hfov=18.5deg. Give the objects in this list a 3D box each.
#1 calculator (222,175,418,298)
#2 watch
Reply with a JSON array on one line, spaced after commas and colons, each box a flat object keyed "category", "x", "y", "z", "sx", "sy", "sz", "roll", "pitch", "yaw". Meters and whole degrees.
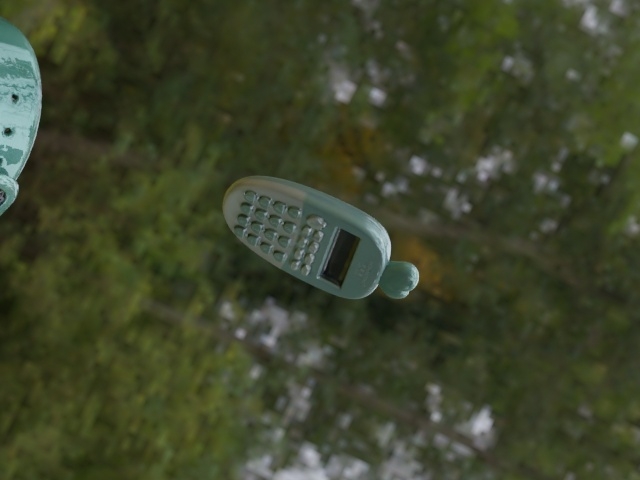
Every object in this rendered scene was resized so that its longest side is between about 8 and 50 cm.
[{"category": "calculator", "x": 0.000, "y": 0.000, "z": 1.418, "sx": 0.095, "sy": 0.153, "sz": 0.021, "roll": 109, "pitch": 5, "yaw": -54}, {"category": "watch", "x": -0.301, "y": -0.077, "z": 1.474, "sx": 0.237, "sy": 0.068, "sz": 0.195, "roll": -43, "pitch": -123, "yaw": 27}]
